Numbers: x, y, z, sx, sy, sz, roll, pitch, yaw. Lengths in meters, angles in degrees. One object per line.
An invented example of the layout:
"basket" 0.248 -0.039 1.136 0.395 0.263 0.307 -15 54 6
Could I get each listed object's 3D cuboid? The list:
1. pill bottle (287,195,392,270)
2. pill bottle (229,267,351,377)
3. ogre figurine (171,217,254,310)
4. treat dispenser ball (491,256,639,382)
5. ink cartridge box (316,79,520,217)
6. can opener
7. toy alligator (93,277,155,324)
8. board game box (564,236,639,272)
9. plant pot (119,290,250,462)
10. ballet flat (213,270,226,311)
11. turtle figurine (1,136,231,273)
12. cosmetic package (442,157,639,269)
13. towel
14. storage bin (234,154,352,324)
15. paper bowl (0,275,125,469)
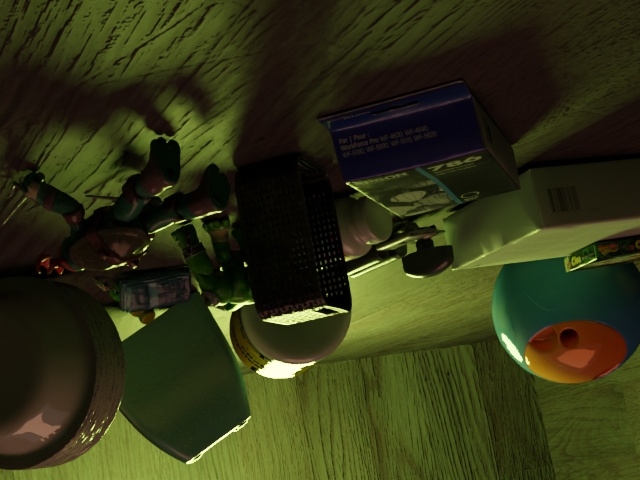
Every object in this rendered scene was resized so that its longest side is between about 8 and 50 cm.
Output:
"pill bottle" 0.016 -0.010 1.556 0.160 0.087 0.087 -19 166 36
"pill bottle" -0.064 0.147 2.008 0.188 0.187 0.334 -8 169 -11
"ogre figurine" -0.112 0.034 1.585 0.097 0.118 0.197 -16 168 27
"treat dispenser ball" 0.467 0.125 2.119 0.288 0.288 0.288 -10 169 -2
"ink cartridge box" 0.124 -0.095 1.300 0.166 0.065 0.333 -13 168 17
"can opener" 0.106 0.029 1.851 0.074 0.093 0.280 -4 172 -33
"toy alligator" -0.311 0.089 1.868 0.051 0.056 0.189 -44 150 -5
"board game box" 0.535 0.010 1.803 0.260 0.030 0.136 -9 168 -11
"plant pot" -0.266 0.283 2.139 0.247 0.252 0.248 -34 174 -13
"ballet flat" -0.170 0.083 1.940 0.070 0.070 0.188 -7 165 -14
"turtle figurine" -0.222 -0.026 1.220 0.234 0.118 0.175 -23 164 29
"cosmetic package" 0.418 -0.044 1.722 0.377 0.097 0.284 -6 167 -22
"towel" -0.266 0.081 1.819 0.120 0.067 0.029 -10 -147 -21
"storage bin" -0.031 0.002 1.333 0.084 0.180 0.122 -13 169 17
"paper bowl" -0.442 0.194 1.657 0.284 0.284 0.148 -14 167 18
